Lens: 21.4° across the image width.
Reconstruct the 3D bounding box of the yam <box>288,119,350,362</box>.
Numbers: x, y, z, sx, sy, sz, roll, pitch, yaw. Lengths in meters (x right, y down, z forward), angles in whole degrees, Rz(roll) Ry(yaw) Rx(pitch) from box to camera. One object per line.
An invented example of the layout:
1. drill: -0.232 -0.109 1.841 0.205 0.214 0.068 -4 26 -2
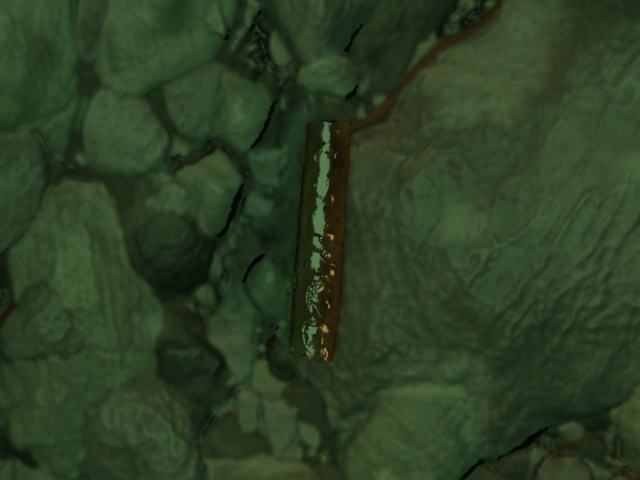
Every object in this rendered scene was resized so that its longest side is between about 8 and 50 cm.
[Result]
1. yam: 0.000 0.000 1.016 0.032 0.032 0.145 5 94 5
